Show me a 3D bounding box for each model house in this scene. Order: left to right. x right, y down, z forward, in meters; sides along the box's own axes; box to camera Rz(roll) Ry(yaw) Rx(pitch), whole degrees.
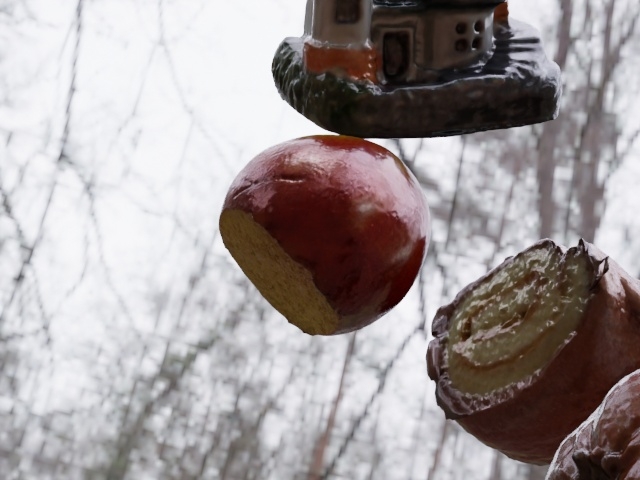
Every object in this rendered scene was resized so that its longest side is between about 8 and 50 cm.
[{"bbox_3d":[0.098,-0.268,1.467,0.271,0.190,0.301,-5,-71,-16],"label":"model house"}]

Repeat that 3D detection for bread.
[{"bbox_3d":[0.225,0.103,1.464,0.123,0.190,0.244,26,-47,-29],"label":"bread"}]

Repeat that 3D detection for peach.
[{"bbox_3d":[0.000,0.000,1.313,0.190,0.192,0.190,11,-61,20],"label":"peach"}]

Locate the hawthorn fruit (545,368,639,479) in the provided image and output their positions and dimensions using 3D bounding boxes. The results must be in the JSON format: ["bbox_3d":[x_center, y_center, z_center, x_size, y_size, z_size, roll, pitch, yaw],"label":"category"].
[{"bbox_3d":[0.258,0.174,0.858,0.285,0.165,0.165,28,-33,-28],"label":"hawthorn fruit"}]
